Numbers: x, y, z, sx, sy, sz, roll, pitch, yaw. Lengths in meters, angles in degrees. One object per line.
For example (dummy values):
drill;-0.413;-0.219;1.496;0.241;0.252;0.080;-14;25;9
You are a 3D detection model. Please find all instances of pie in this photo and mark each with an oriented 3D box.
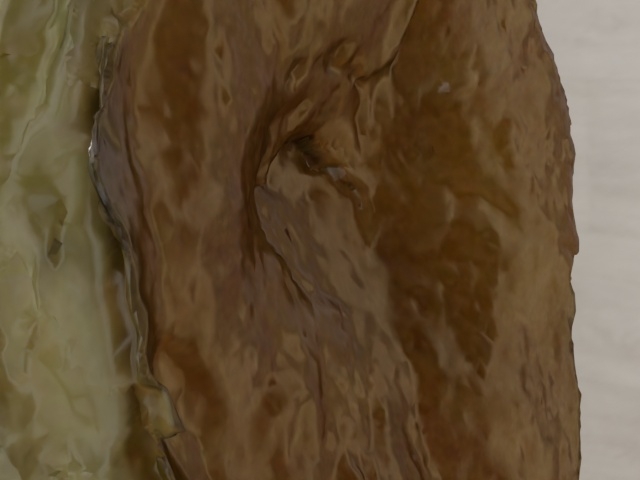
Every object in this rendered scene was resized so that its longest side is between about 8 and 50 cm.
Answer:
pie;0.000;0.000;0.540;0.083;0.339;0.339;-5;95;25
